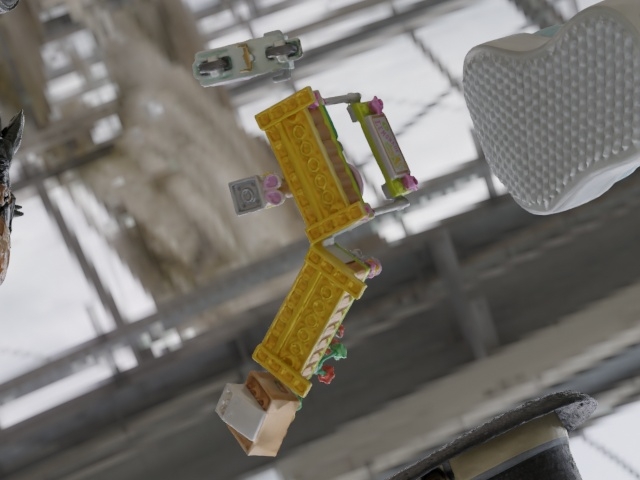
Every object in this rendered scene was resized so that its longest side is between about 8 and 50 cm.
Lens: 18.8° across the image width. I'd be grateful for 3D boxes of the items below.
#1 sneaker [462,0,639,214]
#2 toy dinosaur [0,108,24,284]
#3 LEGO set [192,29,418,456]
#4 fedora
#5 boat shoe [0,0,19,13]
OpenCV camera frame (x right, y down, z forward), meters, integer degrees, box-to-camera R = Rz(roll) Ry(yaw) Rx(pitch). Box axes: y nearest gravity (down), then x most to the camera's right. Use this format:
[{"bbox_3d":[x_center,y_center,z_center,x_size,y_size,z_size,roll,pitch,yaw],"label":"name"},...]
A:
[{"bbox_3d":[0.214,-0.103,1.312,0.150,0.135,0.366,-18,-176,-15],"label":"sneaker"},{"bbox_3d":[-0.291,-0.010,1.411,0.164,0.322,0.218,7,-161,-20],"label":"toy dinosaur"},{"bbox_3d":[0.000,0.000,1.303,0.132,0.287,0.107,-1,-172,30],"label":"LEGO set"},{"bbox_3d":[0.129,0.273,1.697,0.334,0.152,0.334,-29,165,-8],"label":"fedora"},{"bbox_3d":[-0.290,-0.286,1.695,0.073,0.223,0.080,7,-133,15],"label":"boat shoe"}]
